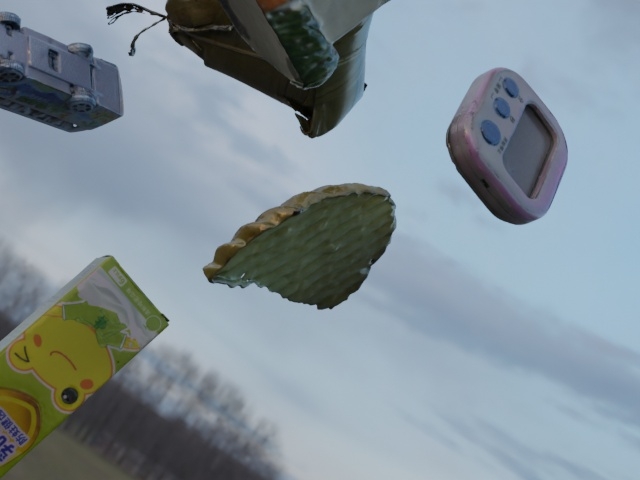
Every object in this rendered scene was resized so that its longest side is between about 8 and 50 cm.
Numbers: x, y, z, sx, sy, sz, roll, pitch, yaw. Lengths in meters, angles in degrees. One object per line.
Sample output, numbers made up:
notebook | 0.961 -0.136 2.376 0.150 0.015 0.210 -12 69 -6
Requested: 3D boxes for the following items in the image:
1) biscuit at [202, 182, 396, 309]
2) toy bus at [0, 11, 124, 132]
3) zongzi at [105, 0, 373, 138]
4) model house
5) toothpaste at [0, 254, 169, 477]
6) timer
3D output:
biscuit | 0.000 0.000 1.524 0.036 0.187 0.273 57 16 26
toy bus | -0.458 -0.260 2.109 0.136 0.109 0.329 -20 -22 31
zongzi | -0.110 -0.407 2.164 0.447 0.181 0.418 27 -37 6
model house | 0.015 -0.348 1.426 0.271 0.301 0.190 59 -2 -29
toothpaste | -0.327 0.158 1.548 0.110 0.327 0.077 52 -18 -14
timer | 0.265 -0.132 1.916 0.069 0.208 0.191 -24 -64 42
